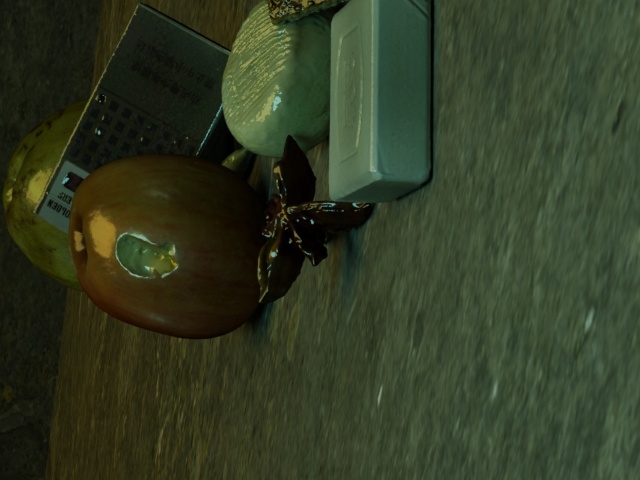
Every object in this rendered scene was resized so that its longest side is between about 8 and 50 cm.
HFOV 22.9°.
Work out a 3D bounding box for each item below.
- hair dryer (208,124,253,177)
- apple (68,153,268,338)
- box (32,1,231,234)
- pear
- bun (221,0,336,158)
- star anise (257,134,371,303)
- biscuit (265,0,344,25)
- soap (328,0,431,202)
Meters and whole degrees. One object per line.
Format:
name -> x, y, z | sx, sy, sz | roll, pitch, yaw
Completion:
hair dryer -> -0.127, -0.124, 2.135 | 0.237, 0.075, 0.206 | 154, 126, -64
apple -> -0.193, 0.012, 1.968 | 0.242, 0.241, 0.242 | -173, 90, -74
box -> -0.238, -0.134, 2.118 | 0.325, 0.180, 0.047 | -62, -14, 9
pear -> -0.318, -0.065, 2.325 | 0.304, 0.304, 0.304 | -176, 90, -75
bun -> -0.030, -0.175, 1.691 | 0.164, 0.111, 0.188 | -47, 38, 37
star anise -> -0.001, -0.009, 1.626 | 0.158, 0.144, 0.140 | -49, 48, 15
biscuit -> -0.005, -0.347, 1.637 | 0.131, 0.026, 0.237 | -13, 69, 32
soap -> 0.055, -0.132, 1.435 | 0.121, 0.064, 0.183 | 153, 119, -70
